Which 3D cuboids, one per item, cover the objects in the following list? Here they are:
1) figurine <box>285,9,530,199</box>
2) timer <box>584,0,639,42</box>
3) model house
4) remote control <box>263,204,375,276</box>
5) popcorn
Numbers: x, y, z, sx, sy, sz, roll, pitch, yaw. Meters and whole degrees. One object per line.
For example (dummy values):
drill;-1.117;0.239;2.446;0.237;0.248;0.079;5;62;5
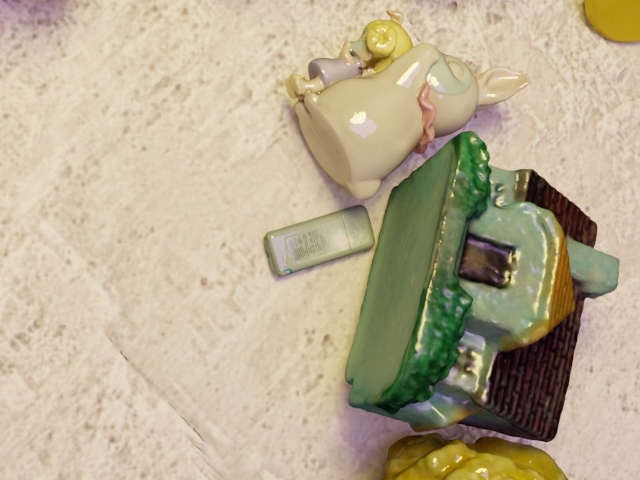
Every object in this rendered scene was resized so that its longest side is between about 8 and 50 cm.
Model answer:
figurine;0.095;-0.163;1.151;0.235;0.127;0.155;-31;80;-18
timer;0.445;-0.426;1.174;0.387;0.376;0.376;-23;98;7
model house;0.188;0.072;1.096;0.248;0.230;0.280;18;73;-10
remote control;0.000;0.000;1.170;0.124;0.018;0.053;-18;95;-18
popcorn;0.145;0.302;1.128;0.212;0.259;0.259;29;81;-2
